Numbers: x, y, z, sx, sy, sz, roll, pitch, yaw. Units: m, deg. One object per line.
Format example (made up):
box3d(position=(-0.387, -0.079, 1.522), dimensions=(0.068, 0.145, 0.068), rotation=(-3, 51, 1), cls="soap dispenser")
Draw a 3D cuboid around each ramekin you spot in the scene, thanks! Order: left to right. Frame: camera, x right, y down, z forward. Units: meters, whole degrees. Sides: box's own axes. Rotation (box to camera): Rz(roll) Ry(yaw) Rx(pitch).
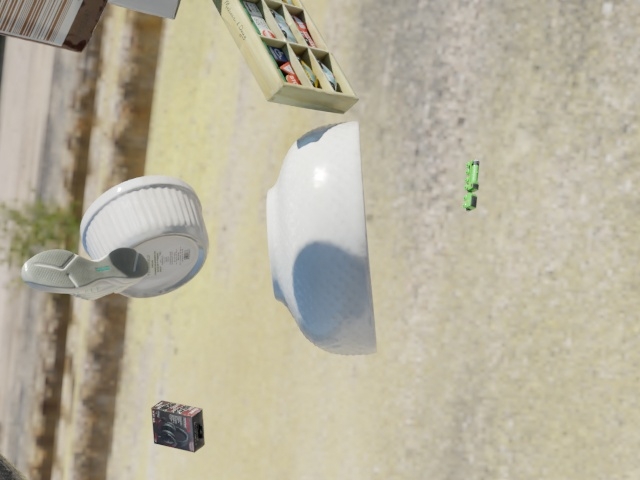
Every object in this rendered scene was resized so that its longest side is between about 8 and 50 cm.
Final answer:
box3d(position=(-0.280, 0.002, 1.978), dimensions=(0.109, 0.207, 0.207), rotation=(63, 146, 34), cls="ramekin")

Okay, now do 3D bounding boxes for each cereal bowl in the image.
box3d(position=(0.000, 0.000, 1.723), dimensions=(0.339, 0.141, 0.339), rotation=(-4, -90, -89), cls="cereal bowl")

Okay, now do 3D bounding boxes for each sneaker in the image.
box3d(position=(-0.269, 0.045, 1.362), dimensions=(0.061, 0.152, 0.054), rotation=(-45, 58, 39), cls="sneaker")

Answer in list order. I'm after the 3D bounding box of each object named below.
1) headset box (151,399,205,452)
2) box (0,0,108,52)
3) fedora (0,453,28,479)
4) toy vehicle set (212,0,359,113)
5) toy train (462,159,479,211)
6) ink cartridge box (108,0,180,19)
box3d(position=(-0.212, 0.282, 1.828), dimensions=(0.032, 0.083, 0.062), rotation=(-31, -55, -57), cls="headset box")
box3d(position=(-0.323, -0.345, 1.331), dimensions=(0.167, 0.168, 0.203), rotation=(-54, 41, 37), cls="box")
box3d(position=(-0.442, 0.341, 1.439), dimensions=(0.152, 0.334, 0.334), rotation=(52, 143, 19), cls="fedora")
box3d(position=(-0.066, -0.301, 1.729), dimensions=(0.035, 0.166, 0.267), rotation=(-42, 64, 31), cls="toy vehicle set")
box3d(position=(0.225, -0.083, 1.798), dimensions=(0.023, 0.017, 0.083), rotation=(-31, 47, 60), cls="toy train")
box3d(position=(-0.269, -0.395, 1.723), dimensions=(0.176, 0.128, 0.127), rotation=(-148, 72, -66), cls="ink cartridge box")
